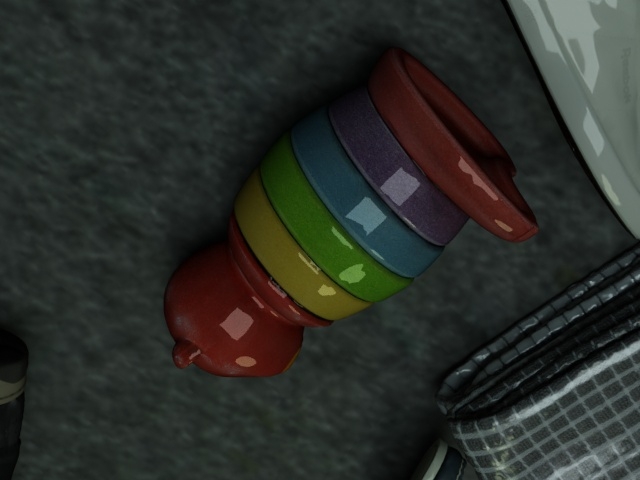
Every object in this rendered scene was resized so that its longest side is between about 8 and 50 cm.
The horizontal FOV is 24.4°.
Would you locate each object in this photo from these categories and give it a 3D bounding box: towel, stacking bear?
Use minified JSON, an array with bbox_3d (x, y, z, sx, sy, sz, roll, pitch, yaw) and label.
[{"bbox_3d":[0.272,0.154,1.254,0.283,0.121,0.235,-33,110,5],"label":"towel"},{"bbox_3d":[0.000,0.000,1.157,0.289,0.175,0.164,-40,111,16],"label":"stacking bear"}]

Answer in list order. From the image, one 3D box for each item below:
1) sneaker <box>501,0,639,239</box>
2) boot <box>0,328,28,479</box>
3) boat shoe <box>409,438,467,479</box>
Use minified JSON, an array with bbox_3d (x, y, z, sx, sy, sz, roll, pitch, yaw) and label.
[{"bbox_3d":[0.231,-0.140,1.154,0.123,0.106,0.290,-25,109,5],"label":"sneaker"},{"bbox_3d":[-0.419,0.216,1.194,0.377,0.138,0.284,-4,110,-11],"label":"boot"},{"bbox_3d":[0.084,0.291,1.284,0.079,0.095,0.254,23,108,9],"label":"boat shoe"}]
